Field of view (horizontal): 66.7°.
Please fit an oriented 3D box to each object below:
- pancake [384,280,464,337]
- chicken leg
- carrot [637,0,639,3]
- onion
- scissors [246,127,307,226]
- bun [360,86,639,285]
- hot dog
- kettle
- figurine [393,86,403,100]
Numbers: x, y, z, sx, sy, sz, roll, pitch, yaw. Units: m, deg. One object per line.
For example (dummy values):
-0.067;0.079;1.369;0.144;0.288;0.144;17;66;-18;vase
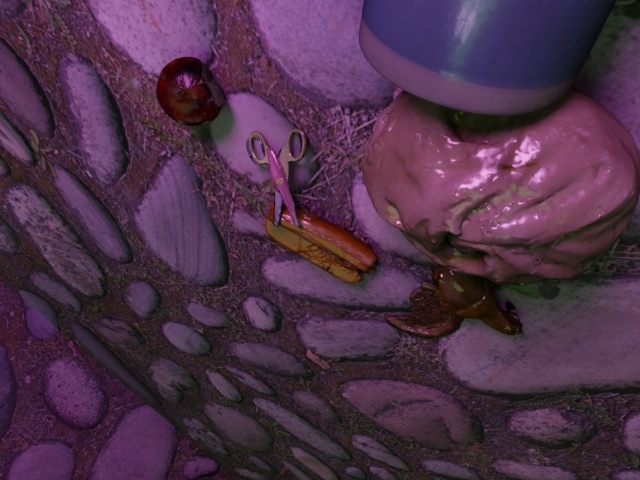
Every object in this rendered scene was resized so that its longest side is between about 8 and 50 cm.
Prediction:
0.221;0.153;1.065;0.184;0.020;0.190;5;133;27;pancake
0.299;0.117;0.945;0.228;0.088;0.103;40;128;-20;chicken leg
0.317;-0.365;0.470;0.066;0.062;0.271;1;130;35;carrot
-0.231;-0.256;0.849;0.119;0.119;0.117;-15;100;39;onion
-0.076;-0.115;0.918;0.134;0.020;0.187;1;106;30;scissors
0.222;-0.063;0.673;0.362;0.234;0.326;15;158;31;bun
0.000;0.000;1.002;0.270;0.072;0.109;32;137;-5;hot dog
0.161;-0.349;0.458;0.319;0.247;0.342;49;149;32;kettle
0.157;-0.234;0.696;0.072;0.054;0.129;25;142;-13;figurine
